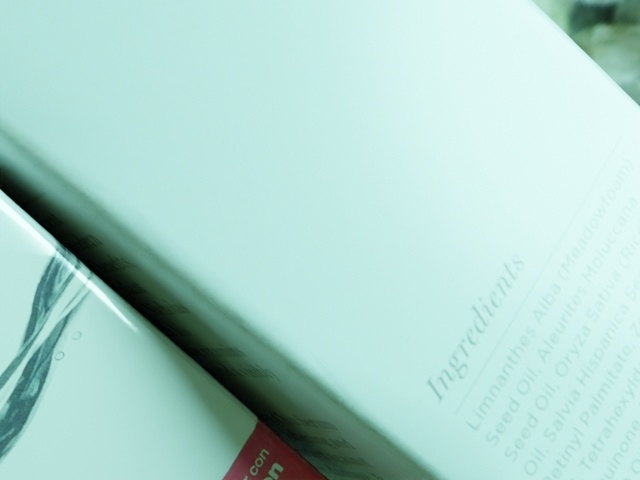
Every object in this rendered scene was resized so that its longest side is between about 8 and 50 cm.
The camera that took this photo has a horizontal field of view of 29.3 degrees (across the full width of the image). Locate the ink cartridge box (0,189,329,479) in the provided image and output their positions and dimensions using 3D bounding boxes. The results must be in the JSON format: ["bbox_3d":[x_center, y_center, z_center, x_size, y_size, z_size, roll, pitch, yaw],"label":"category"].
[{"bbox_3d":[-0.133,0.043,0.413,0.237,0.172,0.100,47,69,-33],"label":"ink cartridge box"}]

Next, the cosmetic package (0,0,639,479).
[{"bbox_3d":[0.000,0.000,0.494,0.453,0.230,0.161,40,70,-17],"label":"cosmetic package"}]
